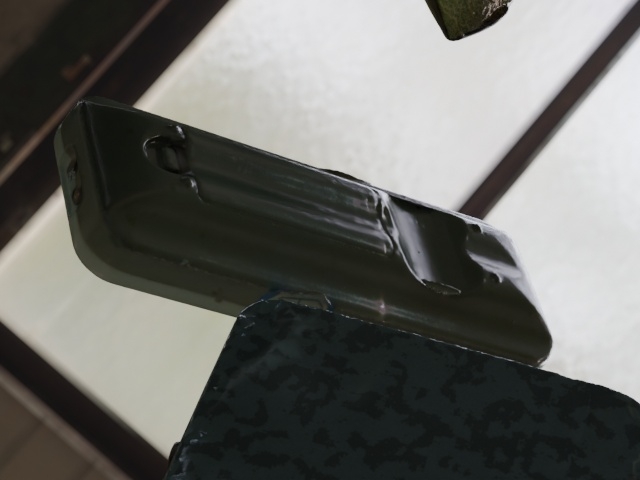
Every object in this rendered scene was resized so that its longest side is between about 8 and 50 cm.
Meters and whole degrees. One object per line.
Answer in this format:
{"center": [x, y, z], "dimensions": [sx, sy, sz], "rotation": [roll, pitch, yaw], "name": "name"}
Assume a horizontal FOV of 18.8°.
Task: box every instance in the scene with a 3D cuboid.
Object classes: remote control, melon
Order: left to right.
{"center": [0.000, 0.000, 1.168], "dimensions": [0.335, 0.065, 0.128], "rotation": [17, 37, -33], "name": "remote control"}
{"center": [0.088, -0.223, 1.323], "dimensions": [0.160, 0.079, 0.128], "rotation": [-106, 171, -45], "name": "melon"}

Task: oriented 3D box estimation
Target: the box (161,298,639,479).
{"center": [0.033, 0.130, 0.829], "dimensions": [0.227, 0.162, 0.130], "rotation": [16, -43, 8], "name": "box"}
